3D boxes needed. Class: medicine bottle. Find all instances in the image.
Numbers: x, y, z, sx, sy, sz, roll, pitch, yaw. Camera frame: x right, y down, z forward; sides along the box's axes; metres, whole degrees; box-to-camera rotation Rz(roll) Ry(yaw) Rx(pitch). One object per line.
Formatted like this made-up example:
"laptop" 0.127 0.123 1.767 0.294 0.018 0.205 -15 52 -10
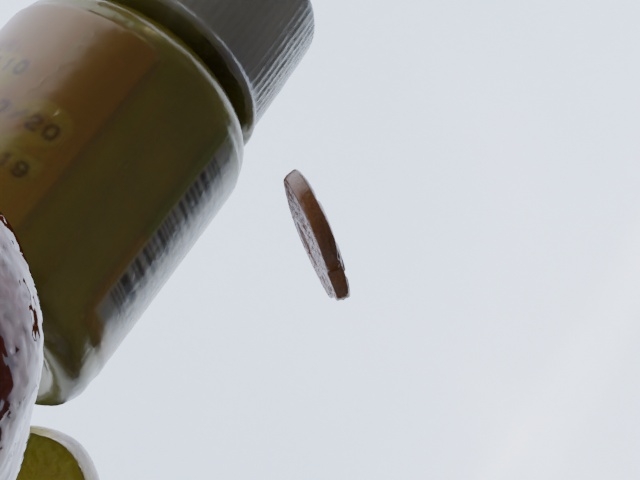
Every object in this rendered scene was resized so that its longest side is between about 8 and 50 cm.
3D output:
"medicine bottle" -0.176 -0.081 1.158 0.384 0.224 0.224 -56 -51 -29

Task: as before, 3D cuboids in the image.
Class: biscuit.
"biscuit" 0.000 0.000 0.873 0.015 0.078 0.091 -24 -23 -6

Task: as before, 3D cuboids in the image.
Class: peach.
"peach" -0.251 0.238 1.310 0.151 0.151 0.118 -49 -48 -1

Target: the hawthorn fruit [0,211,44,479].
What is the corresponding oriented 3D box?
"hawthorn fruit" -0.225 0.085 0.555 0.224 0.261 0.224 5 -42 4
